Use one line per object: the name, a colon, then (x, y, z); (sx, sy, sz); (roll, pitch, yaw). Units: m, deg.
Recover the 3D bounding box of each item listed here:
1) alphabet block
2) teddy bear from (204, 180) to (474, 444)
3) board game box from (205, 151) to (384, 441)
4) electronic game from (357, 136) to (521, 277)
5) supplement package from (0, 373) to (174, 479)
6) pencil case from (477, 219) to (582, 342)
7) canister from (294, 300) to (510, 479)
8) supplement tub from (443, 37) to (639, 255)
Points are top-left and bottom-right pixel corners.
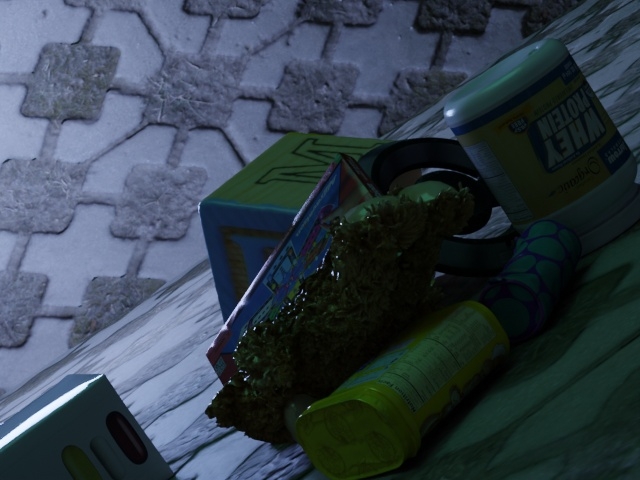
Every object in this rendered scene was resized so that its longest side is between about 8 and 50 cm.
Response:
alphabet block: (0.000, 0.000, 1.733); (0.193, 0.192, 0.197); (9, 34, 31)
teddy bear: (0.027, 0.078, 1.373); (0.338, 0.113, 0.245); (-51, -16, 14)
board game box: (-0.018, 0.060, 1.545); (0.281, 0.027, 0.145); (-56, 42, 19)
electronic game: (0.142, -0.040, 1.612); (0.229, 0.229, 0.048); (-42, -27, -46)
supplement package: (-0.336, 0.286, 1.704); (0.262, 0.145, 0.204); (-37, 8, -20)
pencil case: (0.197, 0.035, 1.390); (0.070, 0.064, 0.152); (-1, 23, 26)
canister: (0.075, 0.129, 1.287); (0.170, 0.073, 0.126); (-38, 7, -39)
supplement tub: (0.234, -0.091, 1.513); (0.144, 0.199, 0.144); (-33, 8, 5)
